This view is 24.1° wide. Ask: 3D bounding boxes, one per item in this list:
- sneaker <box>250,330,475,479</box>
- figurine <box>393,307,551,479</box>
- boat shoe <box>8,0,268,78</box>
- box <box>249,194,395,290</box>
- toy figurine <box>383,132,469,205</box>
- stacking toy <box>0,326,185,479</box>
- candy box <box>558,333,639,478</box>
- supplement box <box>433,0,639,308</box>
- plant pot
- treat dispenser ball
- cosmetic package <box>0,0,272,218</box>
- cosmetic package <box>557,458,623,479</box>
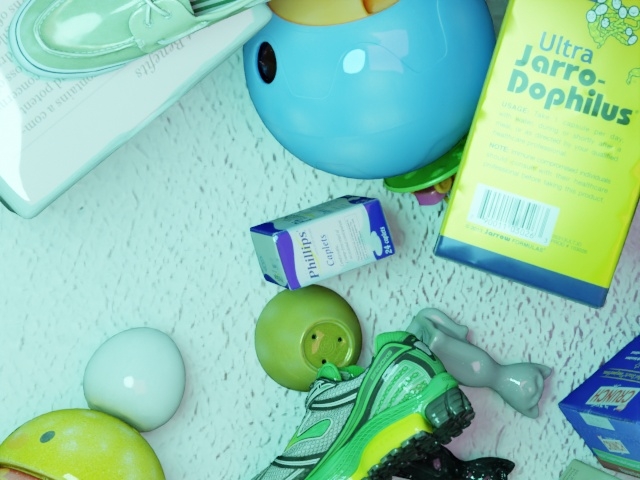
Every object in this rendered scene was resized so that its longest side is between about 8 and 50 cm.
[{"bbox_3d":[0.025,0.228,1.753,0.343,0.134,0.146,-40,66,28],"label":"sneaker"},{"bbox_3d":[0.180,0.217,1.872,0.209,0.092,0.215,25,85,-23],"label":"figurine"},{"bbox_3d":[-0.149,-0.237,1.415,0.302,0.094,0.109,-24,99,-13],"label":"boat shoe"},{"bbox_3d":[0.000,0.000,1.785,0.137,0.126,0.072,-20,99,-14],"label":"box"},{"bbox_3d":[0.181,-0.049,1.858,0.173,0.130,0.159,-46,118,-34],"label":"toy figurine"},{"bbox_3d":[-0.290,0.310,1.678,0.351,0.350,0.480,30,66,-14],"label":"stacking toy"},{"bbox_3d":[0.484,0.158,1.849,0.317,0.268,0.122,-37,97,-10],"label":"candy box"},{"bbox_3d":[0.277,-0.131,1.648,0.195,0.194,0.356,18,100,11],"label":"supplement box"},{"bbox_3d":[-0.004,0.122,1.805,0.134,0.095,0.134,-1,92,-16],"label":"plant pot"},{"bbox_3d":[0.056,-0.212,1.707,0.288,0.288,0.288,-1,93,-15],"label":"treat dispenser ball"},{"bbox_3d":[-0.320,-0.272,1.585,0.329,0.327,0.393,-40,101,-10],"label":"cosmetic package"},{"bbox_3d":[0.365,0.381,1.804,0.113,0.309,0.160,37,83,-13],"label":"cosmetic package"}]
